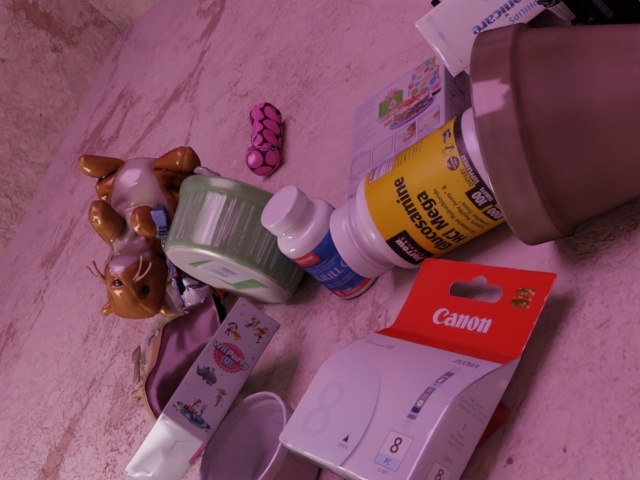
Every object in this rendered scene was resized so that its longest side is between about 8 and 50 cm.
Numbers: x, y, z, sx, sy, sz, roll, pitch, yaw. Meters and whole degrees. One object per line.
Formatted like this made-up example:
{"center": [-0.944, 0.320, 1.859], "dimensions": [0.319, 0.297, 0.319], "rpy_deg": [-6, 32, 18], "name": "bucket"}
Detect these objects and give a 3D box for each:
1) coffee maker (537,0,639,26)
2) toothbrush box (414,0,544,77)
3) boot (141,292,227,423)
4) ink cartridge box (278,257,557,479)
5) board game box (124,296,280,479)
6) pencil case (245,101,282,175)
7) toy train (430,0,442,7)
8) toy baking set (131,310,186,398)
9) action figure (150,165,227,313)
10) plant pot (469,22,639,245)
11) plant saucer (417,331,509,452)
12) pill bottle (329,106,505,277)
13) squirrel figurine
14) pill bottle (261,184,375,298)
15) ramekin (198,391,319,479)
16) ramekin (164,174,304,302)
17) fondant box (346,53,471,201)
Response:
{"center": [0.472, -0.399, 1.657], "dimensions": [0.171, 0.178, 0.120], "rpy_deg": [-50, 29, 2], "name": "coffee maker"}
{"center": [0.320, -0.435, 1.856], "dimensions": [0.216, 0.126, 0.295], "rpy_deg": [-35, 6, 27], "name": "toothbrush box"}
{"center": [-0.266, 0.248, 2.033], "dimensions": [0.207, 0.090, 0.248], "rpy_deg": [-37, 46, 25], "name": "boot"}
{"center": [0.136, 0.179, 1.469], "dimensions": [0.308, 0.091, 0.385], "rpy_deg": [6, 63, 57], "name": "ink cartridge box"}
{"center": [-0.209, 0.277, 1.793], "dimensions": [0.224, 0.097, 0.303], "rpy_deg": [-53, 5, 44], "name": "board game box"}
{"center": [-0.139, -0.254, 2.454], "dimensions": [0.095, 0.098, 0.209], "rpy_deg": [-37, 31, 24], "name": "pencil case"}
{"center": [0.274, -0.500, 2.206], "dimensions": [0.027, 0.036, 0.158], "rpy_deg": [-44, 29, 13], "name": "toy train"}
{"center": [-0.357, 0.262, 2.239], "dimensions": [0.256, 0.030, 0.197], "rpy_deg": [-32, 32, 40], "name": "toy baking set"}
{"center": [-0.245, 0.000, 2.185], "dimensions": [0.178, 0.341, 0.330], "rpy_deg": [2, 57, 10], "name": "action figure"}
{"center": [0.398, -0.178, 1.425], "dimensions": [0.280, 0.323, 0.323], "rpy_deg": [-13, 44, 26], "name": "plant pot"}
{"center": [0.130, 0.269, 1.516], "dimensions": [0.259, 0.047, 0.258], "rpy_deg": [-47, 29, 9], "name": "plant saucer"}
{"center": [0.183, -0.069, 1.682], "dimensions": [0.334, 0.188, 0.188], "rpy_deg": [-32, 34, 32], "name": "pill bottle"}
{"center": [-0.401, 0.012, 2.374], "dimensions": [0.280, 0.397, 0.371], "rpy_deg": [-2, 75, 6], "name": "squirrel figurine"}
{"center": [0.000, 0.000, 1.829], "dimensions": [0.124, 0.221, 0.124], "rpy_deg": [-36, 32, 27], "name": "pill bottle"}
{"center": [-0.094, 0.365, 1.661], "dimensions": [0.207, 0.109, 0.207], "rpy_deg": [-35, 32, 26], "name": "ramekin"}
{"center": [-0.158, 0.006, 1.983], "dimensions": [0.303, 0.303, 0.148], "rpy_deg": [-4, 60, 54], "name": "ramekin"}
{"center": [0.172, -0.188, 1.933], "dimensions": [0.238, 0.096, 0.330], "rpy_deg": [-31, 35, 32], "name": "fondant box"}
